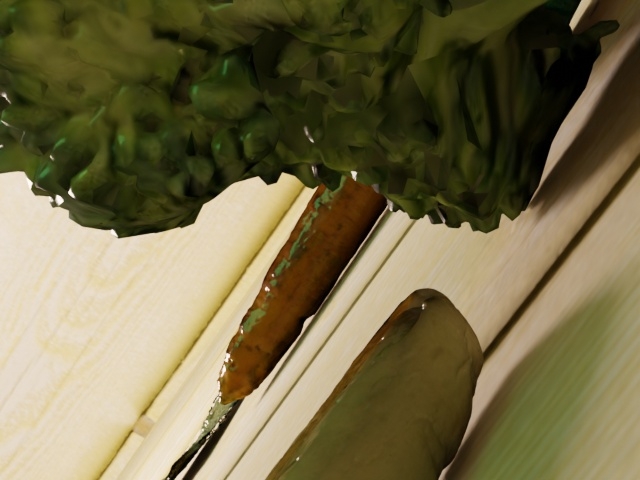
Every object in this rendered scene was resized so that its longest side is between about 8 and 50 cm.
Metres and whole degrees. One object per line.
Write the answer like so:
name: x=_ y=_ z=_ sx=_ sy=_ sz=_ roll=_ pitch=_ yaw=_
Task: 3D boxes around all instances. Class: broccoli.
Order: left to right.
broccoli: x=0.026 y=-0.144 z=0.647 sx=0.338 sy=0.317 sz=0.277 roll=22 pitch=-119 yaw=-78

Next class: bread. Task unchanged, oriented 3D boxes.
bread: x=-0.005 y=0.104 z=0.522 sx=0.214 sy=0.053 sz=0.073 roll=-55 pitch=5 yaw=-31

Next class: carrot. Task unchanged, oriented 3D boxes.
carrot: x=0.000 y=0.000 z=1.345 sx=0.314 sy=0.066 sz=0.066 roll=-56 pitch=3 yaw=1

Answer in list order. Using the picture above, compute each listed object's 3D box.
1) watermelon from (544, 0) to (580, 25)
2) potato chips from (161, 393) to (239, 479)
watermelon: x=0.073 y=-0.123 z=0.874 sx=0.128 sy=0.231 sz=0.146 roll=-4 pitch=74 yaw=59
potato chips: x=-0.126 y=0.205 z=1.515 sx=0.209 sy=0.026 sz=0.142 roll=-54 pitch=0 yaw=-9
